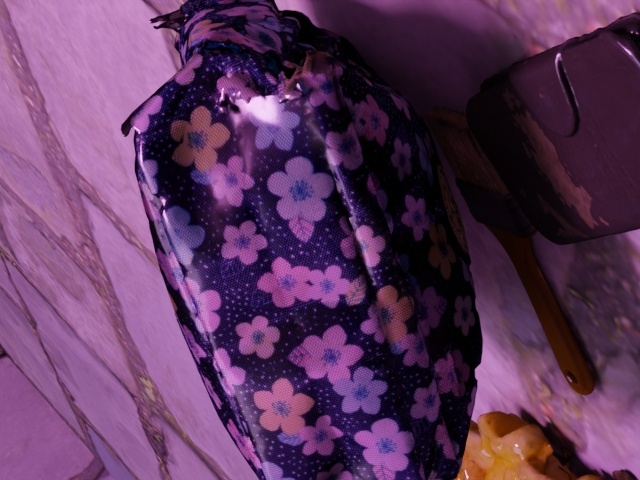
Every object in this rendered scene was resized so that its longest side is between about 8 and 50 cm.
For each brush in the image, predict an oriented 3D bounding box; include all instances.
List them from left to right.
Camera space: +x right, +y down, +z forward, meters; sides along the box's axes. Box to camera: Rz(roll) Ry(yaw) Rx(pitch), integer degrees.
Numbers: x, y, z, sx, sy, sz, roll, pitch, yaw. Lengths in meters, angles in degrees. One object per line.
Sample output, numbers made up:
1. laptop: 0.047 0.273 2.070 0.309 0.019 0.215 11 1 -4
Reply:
1. brush: 0.093 0.010 0.720 0.043 0.014 0.170 28 151 56

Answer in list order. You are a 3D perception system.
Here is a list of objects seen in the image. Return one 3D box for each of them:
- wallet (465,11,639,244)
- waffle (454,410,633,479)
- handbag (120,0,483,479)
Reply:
1. wallet: 0.105 -0.038 0.593 0.082 0.018 0.156 54 163 -7
2. waffle: 0.161 0.222 0.870 0.262 0.060 0.281 32 147 62
3. handbag: 0.000 0.000 0.693 0.208 0.126 0.229 -82 -28 -69
